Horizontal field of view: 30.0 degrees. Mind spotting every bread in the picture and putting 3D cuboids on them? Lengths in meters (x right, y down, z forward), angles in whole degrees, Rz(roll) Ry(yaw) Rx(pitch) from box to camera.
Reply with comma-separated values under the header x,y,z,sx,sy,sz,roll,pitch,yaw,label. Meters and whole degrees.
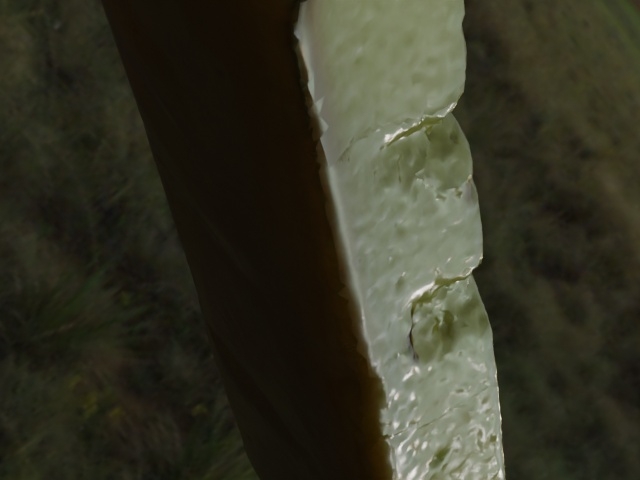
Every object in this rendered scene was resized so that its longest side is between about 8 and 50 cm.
x,y,z,sx,sy,sz,roll,pitch,yaw,label
0.000,0.001,0.446,0.138,0.077,0.361,41,-27,41,bread
